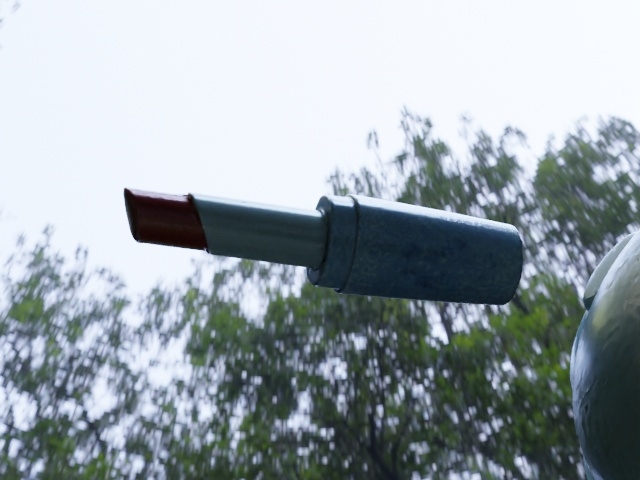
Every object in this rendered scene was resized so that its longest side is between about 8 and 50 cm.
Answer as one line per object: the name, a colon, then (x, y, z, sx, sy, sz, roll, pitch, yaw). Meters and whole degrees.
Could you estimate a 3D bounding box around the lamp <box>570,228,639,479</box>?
lamp: (0.197, 0.045, 0.670, 0.147, 0.284, 0.209, 40, -92, 2)

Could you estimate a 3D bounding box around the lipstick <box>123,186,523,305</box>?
lipstick: (0.000, 0.000, 1.019, 0.274, 0.061, 0.068, 8, -79, -16)
